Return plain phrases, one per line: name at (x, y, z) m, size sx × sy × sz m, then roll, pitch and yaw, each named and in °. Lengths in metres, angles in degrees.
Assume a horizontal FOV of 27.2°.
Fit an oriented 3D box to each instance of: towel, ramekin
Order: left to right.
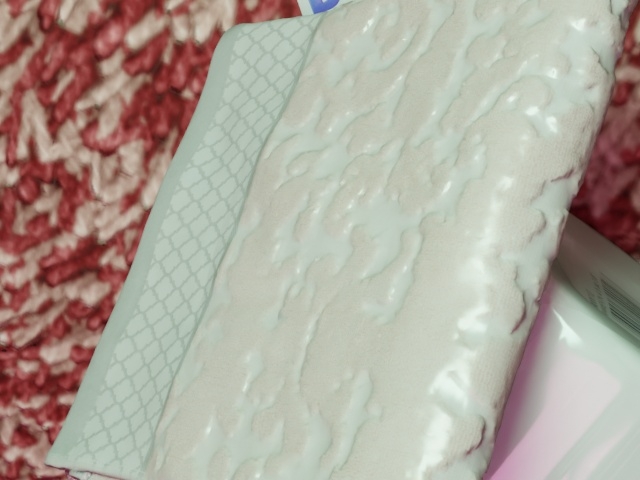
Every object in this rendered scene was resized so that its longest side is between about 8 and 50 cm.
towel at (0.000, 0.000, 0.713) m, size 0.053 × 0.332 × 0.317 m, roll 35°, pitch 157°, yaw -35°
ramekin at (0.139, 0.085, 0.751) m, size 0.277 × 0.277 × 0.135 m, roll 40°, pitch 107°, yaw 4°

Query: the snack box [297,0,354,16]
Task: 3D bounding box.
snack box at (0.062, -0.192, 0.823) m, size 0.178 × 0.022 × 0.064 m, roll -17°, pitch 101°, yaw 22°
